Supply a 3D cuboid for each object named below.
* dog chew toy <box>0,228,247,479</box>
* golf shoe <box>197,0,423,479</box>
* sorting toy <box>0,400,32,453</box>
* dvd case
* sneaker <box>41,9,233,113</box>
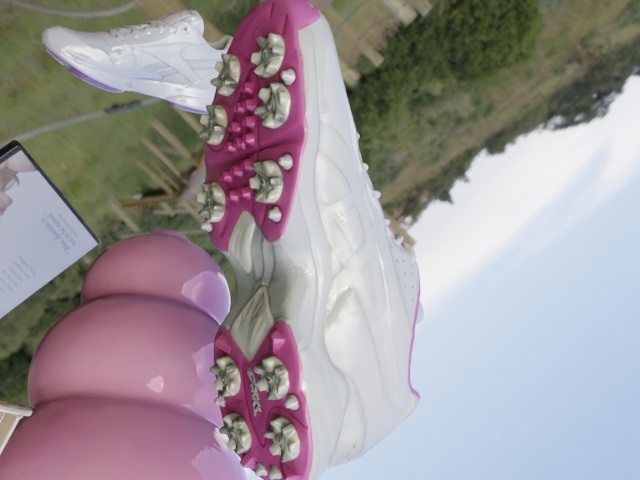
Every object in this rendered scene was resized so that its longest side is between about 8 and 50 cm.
[{"bbox_3d":[-0.151,0.138,0.656,0.206,0.207,0.331,-42,-145,48],"label":"dog chew toy"},{"bbox_3d":[0.000,0.000,0.526,0.140,0.306,0.115,-6,-172,-37],"label":"golf shoe"},{"bbox_3d":[-0.233,0.122,0.487,0.045,0.075,0.083,34,-84,49],"label":"sorting toy"},{"bbox_3d":[-0.418,0.018,0.971,0.253,0.180,0.022,-39,-136,-12],"label":"dvd case"},{"bbox_3d":[-0.263,-0.291,1.205,0.305,0.114,0.152,7,111,-40],"label":"sneaker"}]
